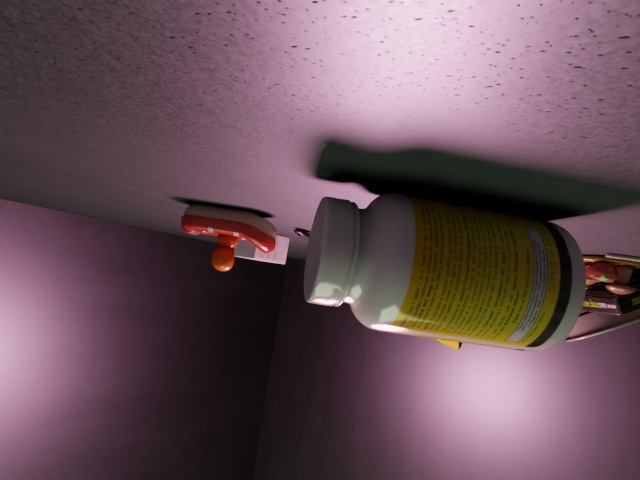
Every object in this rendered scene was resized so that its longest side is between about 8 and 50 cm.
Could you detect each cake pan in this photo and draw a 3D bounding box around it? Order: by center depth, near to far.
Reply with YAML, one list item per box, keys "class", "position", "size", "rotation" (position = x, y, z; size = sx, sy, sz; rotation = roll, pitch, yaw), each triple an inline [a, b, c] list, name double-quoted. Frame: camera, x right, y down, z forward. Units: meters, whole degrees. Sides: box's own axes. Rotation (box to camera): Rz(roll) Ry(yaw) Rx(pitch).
- class: "cake pan"
  position: [0.771, 0.186, 1.103]
  size: [0.293, 0.054, 0.293]
  rotation: [-18, 160, -7]

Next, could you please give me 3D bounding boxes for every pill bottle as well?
- class: "pill bottle"
  position: [0.154, 0.038, 0.583]
  size: [0.334, 0.187, 0.188]
  rotation: [10, 175, -9]

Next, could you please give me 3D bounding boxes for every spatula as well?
- class: "spatula"
  position: [0.000, 0.000, 1.352]
  size: [0.084, 0.030, 0.296]
  rotation: [5, 174, 29]

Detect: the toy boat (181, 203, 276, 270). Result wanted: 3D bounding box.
- class: "toy boat"
  position: [-0.226, 0.001, 1.045]
  size: [0.231, 0.151, 0.151]
  rotation: [9, 176, 1]

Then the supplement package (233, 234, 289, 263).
- class: "supplement package"
  position: [-0.212, 0.022, 1.545]
  size: [0.105, 0.105, 0.179]
  rotation: [6, 174, 34]

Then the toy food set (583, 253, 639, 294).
- class: "toy food set"
  position: [0.601, 0.075, 0.908]
  size: [0.128, 0.071, 0.218]
  rotation: [9, 175, 1]

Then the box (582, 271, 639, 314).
- class: "box"
  position: [0.695, 0.117, 0.976]
  size: [0.184, 0.045, 0.190]
  rotation: [-15, 176, -4]

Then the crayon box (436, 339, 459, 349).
- class: "crayon box"
  position: [0.226, 0.143, 1.171]
  size: [0.363, 0.106, 0.313]
  rotation: [23, 162, 26]
